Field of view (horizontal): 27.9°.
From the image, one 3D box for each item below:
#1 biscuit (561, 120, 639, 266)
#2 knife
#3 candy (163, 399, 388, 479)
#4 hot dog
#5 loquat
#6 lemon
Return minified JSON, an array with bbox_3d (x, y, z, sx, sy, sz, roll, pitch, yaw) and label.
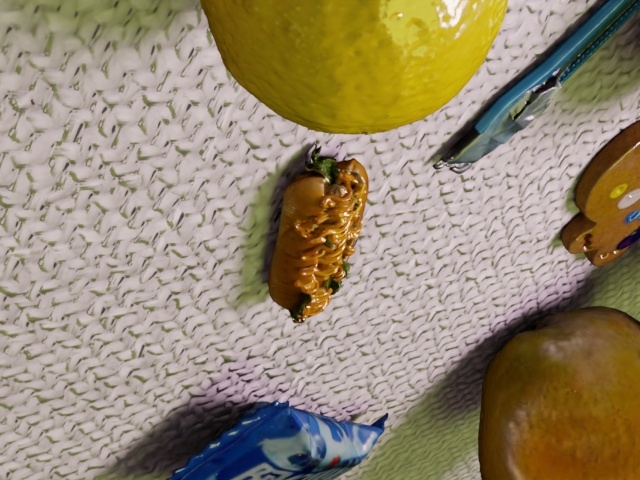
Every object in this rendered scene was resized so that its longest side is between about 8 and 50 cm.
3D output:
[{"bbox_3d":[0.331,-0.050,1.361,0.180,0.039,0.236,-34,151,-4],"label":"biscuit"},{"bbox_3d":[0.208,-0.155,1.064,0.296,0.026,0.044,-44,140,15],"label":"knife"},{"bbox_3d":[-0.049,0.221,1.289,0.187,0.077,0.331,-39,155,9],"label":"candy"},{"bbox_3d":[0.000,0.000,1.026,0.072,0.055,0.188,-22,150,-24],"label":"hot dog"},{"bbox_3d":[0.309,0.223,1.506,0.276,0.284,0.276,-17,176,-1],"label":"loquat"},{"bbox_3d":[0.015,-0.150,0.692,0.180,0.180,0.193,-38,130,1],"label":"lemon"}]
